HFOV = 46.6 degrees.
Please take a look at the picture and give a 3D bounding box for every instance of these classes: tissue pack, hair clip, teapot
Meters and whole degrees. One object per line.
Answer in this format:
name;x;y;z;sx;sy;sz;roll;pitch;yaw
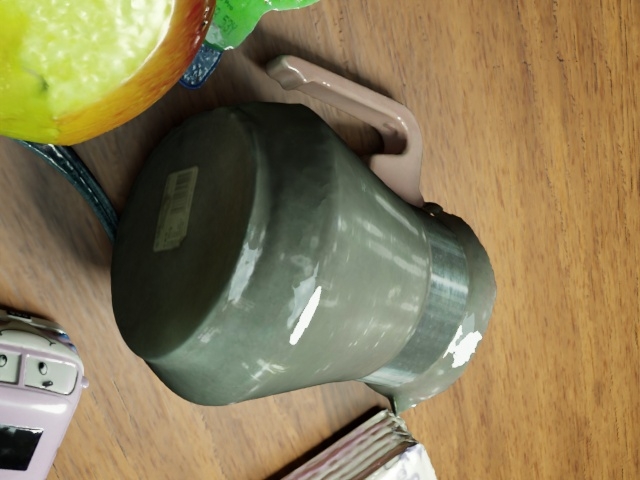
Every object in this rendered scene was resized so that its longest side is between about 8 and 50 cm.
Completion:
tissue pack;0.018;0.424;1.036;0.343;0.125;0.242;-30;120;-14
hair clip;-0.251;-0.049;0.768;0.083;0.048;0.275;-39;122;-13
teapot;0.000;0.000;0.800;0.361;0.305;0.376;20;71;-40

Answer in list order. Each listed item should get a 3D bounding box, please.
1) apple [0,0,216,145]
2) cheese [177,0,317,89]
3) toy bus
apple;-0.256;-0.243;0.510;0.374;0.374;0.384;-17;110;-20
cheese;-0.066;-0.301;0.740;0.204;0.083;0.320;39;87;-34
toy bus;-0.335;0.181;0.756;0.141;0.142;0.203;20;100;-31
